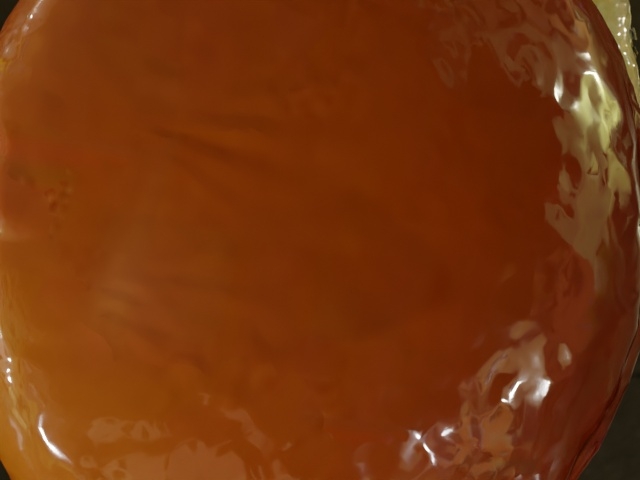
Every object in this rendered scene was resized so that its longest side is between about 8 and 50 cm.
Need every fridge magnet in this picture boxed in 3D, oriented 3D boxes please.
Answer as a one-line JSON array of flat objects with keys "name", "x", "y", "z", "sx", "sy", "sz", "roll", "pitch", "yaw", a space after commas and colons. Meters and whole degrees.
[{"name": "fridge magnet", "x": 0.000, "y": 0.000, "z": 0.845, "sx": 0.364, "sy": 0.155, "sz": 0.363, "roll": -2, "pitch": 94, "yaw": -27}]

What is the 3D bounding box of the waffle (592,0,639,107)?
[{"name": "waffle", "x": 0.143, "y": -0.249, "z": 1.648, "sx": 0.114, "sy": 0.261, "sz": 0.376, "roll": -24, "pitch": 38, "yaw": -14}]
